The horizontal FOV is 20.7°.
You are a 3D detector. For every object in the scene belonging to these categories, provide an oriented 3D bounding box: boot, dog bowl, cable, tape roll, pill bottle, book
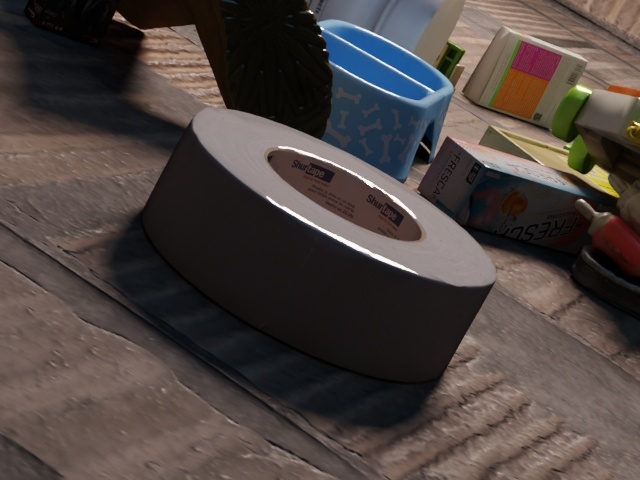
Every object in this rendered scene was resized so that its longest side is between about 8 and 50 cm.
[{"bbox_3d":[-0.099,-0.187,1.444,0.089,0.236,0.269,-20,15,-23],"label":"boot"},{"bbox_3d":[0.034,-0.134,1.589,0.166,0.074,0.297,31,16,7],"label":"dog bowl"},{"bbox_3d":[0.330,0.051,1.496,0.139,0.072,0.287,-19,51,-43],"label":"cable"},{"bbox_3d":[0.000,0.000,1.109,0.219,0.072,0.219,26,15,-8],"label":"tape roll"},{"bbox_3d":[0.001,-0.281,1.838,0.283,0.160,0.160,32,16,11],"label":"pill bottle"},{"bbox_3d":[0.249,-0.195,2.106,0.144,0.096,0.035,15,20,-41],"label":"book"}]

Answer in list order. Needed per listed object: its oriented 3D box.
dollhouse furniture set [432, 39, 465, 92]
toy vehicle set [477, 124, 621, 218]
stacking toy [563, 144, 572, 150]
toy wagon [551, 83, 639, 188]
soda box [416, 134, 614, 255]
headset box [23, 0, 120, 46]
[{"bbox_3d":[0.112,-0.194,1.940,0.076,0.059,0.151,33,16,19],"label":"dollhouse furniture set"},{"bbox_3d":[0.300,-0.040,1.817,0.267,0.035,0.166,13,21,-43],"label":"toy vehicle set"},{"bbox_3d":[0.401,-0.067,2.045,0.221,0.052,0.167,32,16,15],"label":"stacking toy"},{"bbox_3d":[0.345,-0.063,1.622,0.267,0.068,0.344,30,-3,20],"label":"toy wagon"},{"bbox_3d":[0.175,-0.038,1.552,0.183,0.058,0.063,13,22,-42],"label":"soda box"},{"bbox_3d":[-0.191,-0.206,1.410,0.062,0.083,0.032,17,18,-37],"label":"headset box"}]
